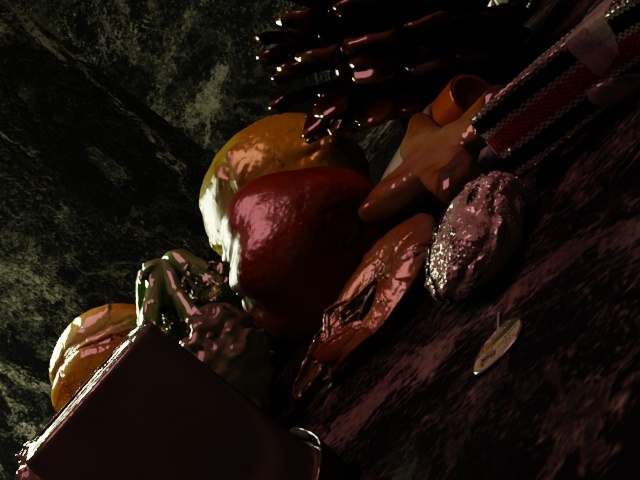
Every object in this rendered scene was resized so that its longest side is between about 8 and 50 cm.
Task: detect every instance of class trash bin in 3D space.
[{"bbox_3d":[-0.131,0.222,1.152,0.219,0.250,0.220,-50,7,-13],"label":"trash bin"}]

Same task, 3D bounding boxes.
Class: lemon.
[{"bbox_3d":[-0.053,-0.068,1.922,0.268,0.268,0.322,-57,9,-27],"label":"lemon"}]

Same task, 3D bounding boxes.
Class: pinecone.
[{"bbox_3d":[0.083,-0.322,1.721,0.397,0.398,0.398,-51,8,10],"label":"pinecone"}]

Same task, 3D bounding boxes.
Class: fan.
[{"bbox_3d":[0.146,0.088,1.029,0.060,0.003,0.080,-52,8,-3],"label":"fan"}]

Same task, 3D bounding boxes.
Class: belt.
[{"bbox_3d":[0.272,-0.174,1.131,0.126,0.094,0.359,-53,8,-36],"label":"belt"}]

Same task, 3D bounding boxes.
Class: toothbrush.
[{"bbox_3d":[0.167,-0.037,1.349,0.025,0.030,0.342,-41,12,36],"label":"toothbrush"}]

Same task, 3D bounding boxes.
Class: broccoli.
[{"bbox_3d":[-0.183,0.132,1.857,0.294,0.245,0.265,-29,-11,27],"label":"broccoli"}]

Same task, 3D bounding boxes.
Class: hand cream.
[{"bbox_3d":[0.134,-0.095,1.630,0.314,0.089,0.139,-54,8,43],"label":"hand cream"}]

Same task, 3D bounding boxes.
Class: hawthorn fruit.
[{"bbox_3d":[0.000,0.000,1.561,0.261,0.224,0.224,-31,11,6],"label":"hawthorn fruit"}]

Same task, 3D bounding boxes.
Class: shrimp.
[{"bbox_3d":[0.053,0.083,1.397,0.267,0.061,0.145,-49,18,9],"label":"shrimp"}]

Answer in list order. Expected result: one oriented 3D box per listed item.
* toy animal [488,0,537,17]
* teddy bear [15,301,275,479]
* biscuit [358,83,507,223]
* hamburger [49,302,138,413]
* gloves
[{"bbox_3d":[0.300,-0.416,2.027,0.243,0.087,0.260,-60,8,-31],"label":"toy animal"},{"bbox_3d":[-0.197,0.246,1.595,0.357,0.224,0.367,-39,5,-5],"label":"teddy bear"},{"bbox_3d":[0.136,-0.095,1.414,0.164,0.047,0.208,-58,18,-19],"label":"biscuit"},{"bbox_3d":[-0.343,0.239,2.212,0.314,0.290,0.170,-49,37,39],"label":"hamburger"},{"bbox_3d":[0.143,0.002,1.173,0.114,0.070,0.153,-44,14,45],"label":"gloves"}]
